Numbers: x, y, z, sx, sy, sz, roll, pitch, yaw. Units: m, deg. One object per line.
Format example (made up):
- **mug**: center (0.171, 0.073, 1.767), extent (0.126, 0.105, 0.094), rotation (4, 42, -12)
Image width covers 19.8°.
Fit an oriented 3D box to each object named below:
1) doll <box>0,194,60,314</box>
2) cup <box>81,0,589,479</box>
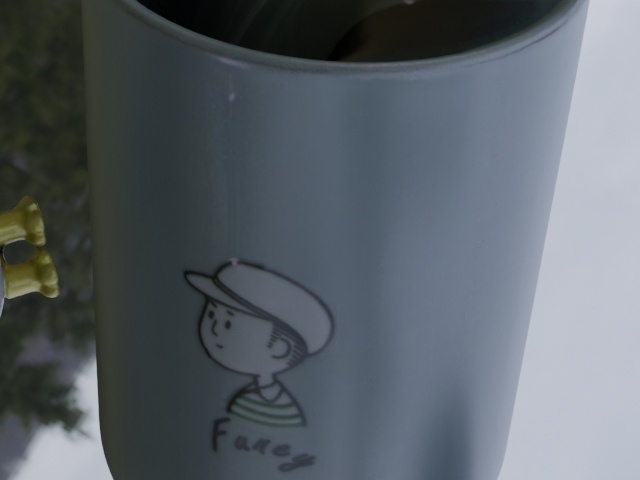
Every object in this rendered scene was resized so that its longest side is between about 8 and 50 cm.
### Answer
- **doll**: center (-0.175, 0.018, 0.710), extent (0.058, 0.143, 0.098), rotation (-161, -121, -70)
- **cup**: center (0.000, 0.000, 0.815), extent (0.205, 0.205, 0.312), rotation (-71, 168, -54)
